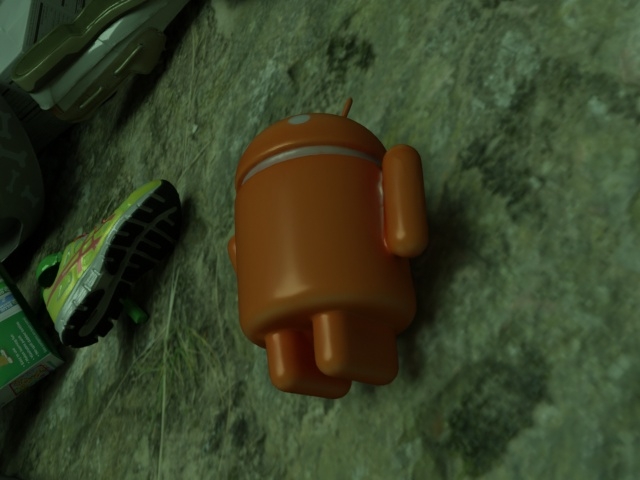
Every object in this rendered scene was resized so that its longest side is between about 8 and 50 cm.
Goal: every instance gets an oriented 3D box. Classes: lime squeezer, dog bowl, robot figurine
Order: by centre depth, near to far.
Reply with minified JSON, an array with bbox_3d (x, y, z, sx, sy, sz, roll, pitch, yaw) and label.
[{"bbox_3d":[-0.002,0.001,0.462,0.158,0.128,0.220,110,157,-62],"label":"robot figurine"},{"bbox_3d":[-0.323,0.064,0.804,0.310,0.058,0.110,-13,65,40],"label":"lime squeezer"},{"bbox_3d":[-0.566,-0.117,0.953,0.348,0.102,0.349,16,124,25],"label":"dog bowl"}]

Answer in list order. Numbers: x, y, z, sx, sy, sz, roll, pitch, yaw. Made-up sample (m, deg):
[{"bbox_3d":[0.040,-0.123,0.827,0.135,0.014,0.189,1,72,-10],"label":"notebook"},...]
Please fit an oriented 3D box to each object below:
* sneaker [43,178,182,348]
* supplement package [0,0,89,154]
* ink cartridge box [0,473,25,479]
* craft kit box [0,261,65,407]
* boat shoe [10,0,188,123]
[{"bbox_3d":[-0.241,0.011,0.697,0.094,0.081,0.209,35,86,33],"label":"sneaker"},{"bbox_3d":[-0.454,-0.295,1.006,0.261,0.145,0.204,-20,62,38],"label":"supplement package"},{"bbox_3d":[-0.368,0.372,0.683,0.278,0.117,0.202,-11,67,42],"label":"ink cartridge box"},{"bbox_3d":[-0.503,0.132,0.801,0.246,0.061,0.250,-38,72,-12],"label":"craft kit box"},{"bbox_3d":[-0.262,-0.279,0.844,0.302,0.103,0.113,-35,44,4],"label":"boat shoe"}]
